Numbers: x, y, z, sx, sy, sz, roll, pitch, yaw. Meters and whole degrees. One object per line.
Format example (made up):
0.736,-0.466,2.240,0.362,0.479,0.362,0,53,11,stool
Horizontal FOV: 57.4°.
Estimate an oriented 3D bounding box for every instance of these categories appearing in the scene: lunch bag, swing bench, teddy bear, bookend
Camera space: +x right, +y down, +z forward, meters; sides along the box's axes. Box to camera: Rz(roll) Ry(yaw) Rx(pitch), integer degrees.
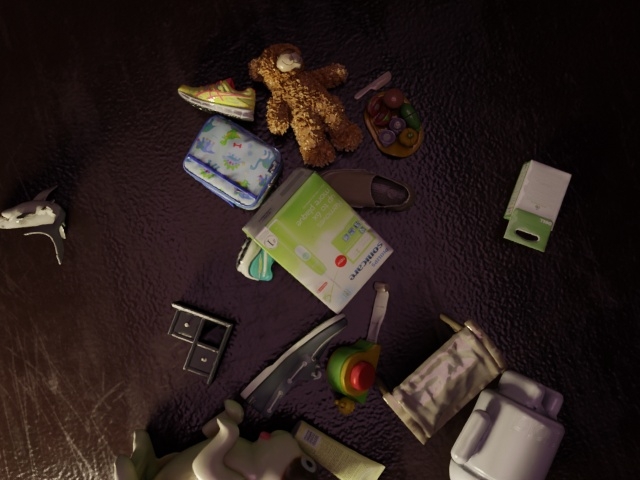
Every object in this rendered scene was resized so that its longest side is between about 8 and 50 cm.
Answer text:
-0.213,-0.187,1.437,0.219,0.090,0.176,34,89,2,lunch bag
0.272,0.313,1.335,0.253,0.255,0.165,-40,88,-3,swing bench
-0.033,-0.344,1.441,0.245,0.113,0.338,-15,87,-5,teddy bear
-0.305,0.245,1.413,0.157,0.072,0.156,21,86,0,bookend

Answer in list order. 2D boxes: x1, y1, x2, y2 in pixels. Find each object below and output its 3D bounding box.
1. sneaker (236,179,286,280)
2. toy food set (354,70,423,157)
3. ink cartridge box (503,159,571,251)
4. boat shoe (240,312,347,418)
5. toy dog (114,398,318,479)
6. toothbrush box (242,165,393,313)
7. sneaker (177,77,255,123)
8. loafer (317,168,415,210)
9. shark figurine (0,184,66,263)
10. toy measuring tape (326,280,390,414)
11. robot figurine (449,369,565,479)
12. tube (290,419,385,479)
-0.109,-0.030,1.439,0.110,0.107,0.275,27,91,-19,sneaker
0.178,-0.315,1.464,0.128,0.071,0.218,-29,87,-3,toy food set
0.534,-0.085,1.464,0.109,0.062,0.209,21,86,0,ink cartridge box
-0.044,0.298,1.395,0.319,0.116,0.099,-41,82,4,boat shoe
-0.205,0.560,1.292,0.408,0.284,0.395,-11,80,-7,toy dog
-0.005,-0.002,1.365,0.206,0.122,0.283,-48,115,-4,toothbrush box
-0.249,-0.358,1.437,0.208,0.081,0.094,17,93,9,sneaker
0.107,-0.129,1.439,0.268,0.092,0.102,5,86,-1,loafer
-0.643,-0.038,1.394,0.166,0.278,0.116,-44,130,-31,shark figurine
0.086,0.252,1.401,0.121,0.121,0.330,14,84,-1,toy measuring tape
0.428,0.486,1.355,0.300,0.200,0.353,27,86,-25,robot figurine
0.034,0.526,1.418,0.240,0.062,0.070,34,130,-4,tube
